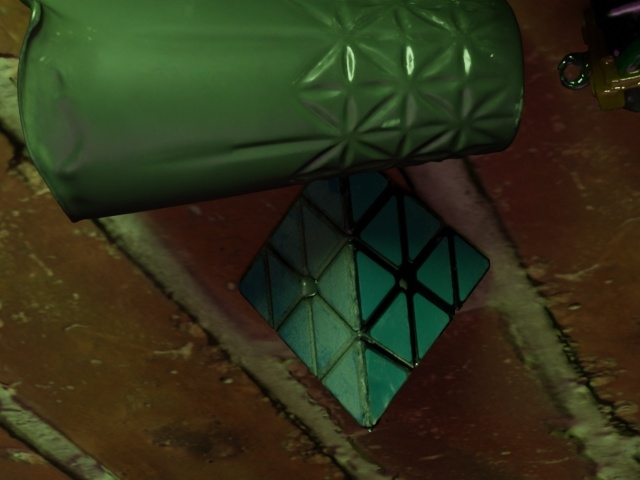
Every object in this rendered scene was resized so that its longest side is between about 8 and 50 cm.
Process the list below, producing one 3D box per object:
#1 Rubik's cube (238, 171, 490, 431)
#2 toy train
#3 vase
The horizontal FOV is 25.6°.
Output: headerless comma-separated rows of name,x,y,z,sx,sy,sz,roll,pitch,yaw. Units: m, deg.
Rubik's cube,0.000,0.000,1.093,0.190,0.211,0.178,9,128,26
toy train,0.253,-0.149,0.866,0.228,0.091,0.136,-12,134,15
vase,-0.032,-0.093,0.889,0.301,0.156,0.251,-4,162,-8
